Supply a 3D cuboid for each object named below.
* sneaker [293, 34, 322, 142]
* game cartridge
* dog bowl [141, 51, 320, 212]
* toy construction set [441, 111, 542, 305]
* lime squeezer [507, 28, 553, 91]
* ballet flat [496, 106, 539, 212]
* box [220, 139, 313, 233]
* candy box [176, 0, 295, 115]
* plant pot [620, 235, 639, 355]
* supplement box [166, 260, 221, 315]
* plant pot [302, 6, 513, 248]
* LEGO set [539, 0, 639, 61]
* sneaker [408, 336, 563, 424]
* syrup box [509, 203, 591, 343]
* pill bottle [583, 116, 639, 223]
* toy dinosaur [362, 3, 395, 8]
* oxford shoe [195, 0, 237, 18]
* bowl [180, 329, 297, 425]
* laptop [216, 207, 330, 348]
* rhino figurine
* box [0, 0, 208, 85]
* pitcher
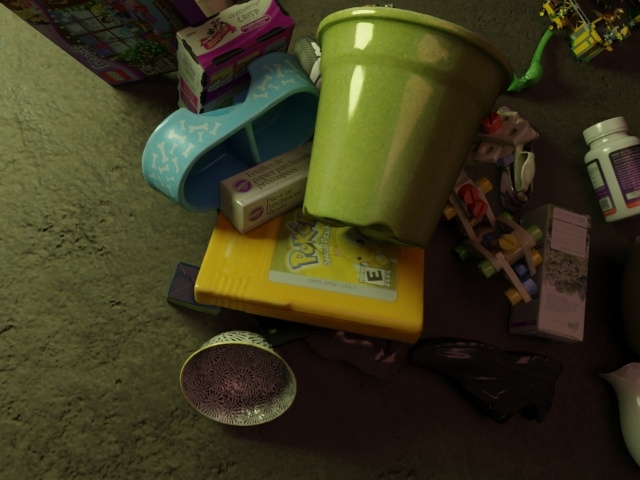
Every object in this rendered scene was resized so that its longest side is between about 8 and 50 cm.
[{"bbox_3d":[-0.036,-0.251,0.985,0.106,0.078,0.235,-6,82,-19],"label":"sneaker"},{"bbox_3d":[0.000,0.000,0.869,0.323,0.053,0.286,11,50,-2],"label":"game cartridge"},{"bbox_3d":[-0.117,-0.152,0.838,0.297,0.166,0.074,-38,65,-15],"label":"dog bowl"},{"bbox_3d":[0.267,-0.065,0.936,0.151,0.215,0.328,-24,125,-6],"label":"toy construction set"},{"bbox_3d":[0.379,-0.350,1.134,0.310,0.059,0.110,-23,85,-18],"label":"lime squeezer"},{"bbox_3d":[0.382,-0.164,1.082,0.076,0.079,0.222,5,76,-14],"label":"ballet flat"},{"bbox_3d":[-0.007,-0.115,0.894,0.323,0.067,0.063,-29,59,-29],"label":"box"},{"bbox_3d":[-0.139,-0.259,0.874,0.159,0.233,0.071,-35,84,-21],"label":"candy box"},{"bbox_3d":[0.672,0.140,1.021,0.283,0.284,0.191,15,110,-12],"label":"plant pot"},{"bbox_3d":[-0.189,0.075,0.867,0.083,0.083,0.056,18,74,-11],"label":"supplement box"},{"bbox_3d":[0.092,-0.130,0.774,0.275,0.276,0.254,17,89,-11],"label":"plant pot"},{"bbox_3d":[0.638,-0.548,1.168,0.331,0.192,0.255,-23,84,-22],"label":"LEGO set"},{"bbox_3d":[0.280,0.238,0.955,0.286,0.109,0.130,14,81,-10],"label":"sneaker"},{"bbox_3d":[0.421,0.063,1.033,0.093,0.096,0.237,15,75,-12],"label":"syrup box"},{"bbox_3d":[0.594,-0.140,1.120,0.108,0.108,0.194,-13,82,-18],"label":"pill bottle"},{"bbox_3d":[0.148,-0.260,1.024,0.218,0.164,0.322,-9,116,-3],"label":"toy dinosaur"},{"bbox_3d":[-0.202,-0.444,0.969,0.096,0.098,0.272,-27,86,-19],"label":"oxford shoe"},{"bbox_3d":[-0.118,0.191,0.849,0.170,0.170,0.080,20,30,-11],"label":"bowl"},{"bbox_3d":[-0.018,0.017,0.899,0.234,0.264,0.137,-15,119,-17],"label":"laptop"},{"bbox_3d":[0.037,0.147,0.920,0.243,0.073,0.107,22,69,-2],"label":"rhino figurine"},{"bbox_3d":[-0.289,-0.321,0.787,0.200,0.293,0.057,-8,79,12],"label":"box"},{"bbox_3d":[0.622,0.318,1.030,0.177,0.125,0.207,-9,69,-32],"label":"pitcher"}]
